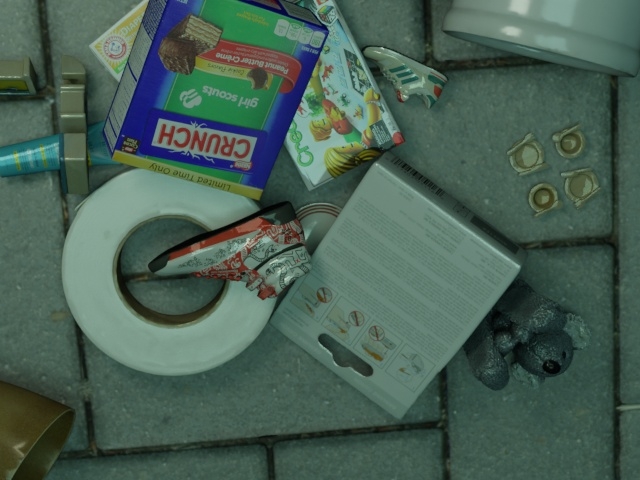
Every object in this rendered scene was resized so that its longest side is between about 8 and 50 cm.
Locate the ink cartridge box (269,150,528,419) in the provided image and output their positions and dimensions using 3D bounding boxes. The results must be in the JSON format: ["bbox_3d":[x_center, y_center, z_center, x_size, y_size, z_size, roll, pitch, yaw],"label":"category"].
[{"bbox_3d":[0.132,0.084,1.968,0.308,0.091,0.385,36,116,5],"label":"ink cartridge box"}]

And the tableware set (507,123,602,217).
[{"bbox_3d":[0.425,-0.125,2.012,0.141,0.020,0.168,-22,102,1],"label":"tableware set"}]

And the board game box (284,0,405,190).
[{"bbox_3d":[-0.005,-0.264,1.937,0.193,0.053,0.305,-28,102,3],"label":"board game box"}]

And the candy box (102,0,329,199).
[{"bbox_3d":[-0.175,-0.253,1.805,0.268,0.122,0.317,14,116,-24],"label":"candy box"}]

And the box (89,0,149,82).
[{"bbox_3d":[-0.275,-0.352,1.870,0.203,0.114,0.103,-38,102,6],"label":"box"}]

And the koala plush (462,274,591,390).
[{"bbox_3d":[0.379,0.174,2.014,0.221,0.203,0.196,31,109,-31],"label":"koala plush"}]

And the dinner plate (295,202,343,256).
[{"bbox_3d":[0.000,0.000,2.013,0.141,0.017,0.141,-1,101,-4],"label":"dinner plate"}]

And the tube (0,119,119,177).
[{"bbox_3d":[-0.458,-0.154,1.938,0.207,0.052,0.080,-12,108,-7],"label":"tube"}]

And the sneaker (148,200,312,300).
[{"bbox_3d":[-0.148,0.047,1.904,0.270,0.090,0.145,-22,100,-2],"label":"sneaker"}]

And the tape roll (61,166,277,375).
[{"bbox_3d":[-0.264,0.048,1.979,0.392,0.072,0.392,-1,102,-3],"label":"tape roll"}]

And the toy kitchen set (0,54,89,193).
[{"bbox_3d":[-0.477,-0.194,1.876,0.166,0.122,0.207,-1,64,-10],"label":"toy kitchen set"}]

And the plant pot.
[{"bbox_3d":[-0.603,0.333,1.959,0.254,0.237,0.237,31,99,6],"label":"plant pot"}]

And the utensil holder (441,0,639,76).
[{"bbox_3d":[0.395,-0.486,1.781,0.327,0.327,0.385,12,99,-6],"label":"utensil holder"}]

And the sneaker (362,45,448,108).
[{"bbox_3d":[0.140,-0.284,1.940,0.161,0.057,0.075,22,94,-11],"label":"sneaker"}]
